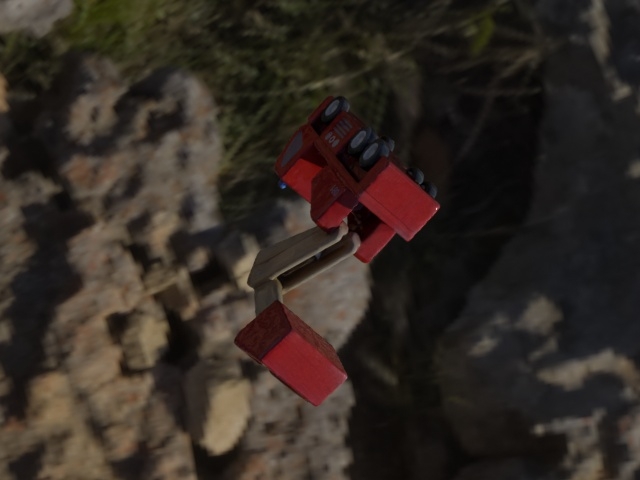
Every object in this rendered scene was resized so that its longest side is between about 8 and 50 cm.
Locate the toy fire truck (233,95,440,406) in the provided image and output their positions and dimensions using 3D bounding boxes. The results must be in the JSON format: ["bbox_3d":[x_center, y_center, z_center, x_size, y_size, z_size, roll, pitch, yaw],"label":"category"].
[{"bbox_3d":[0.000,0.000,1.074,0.047,0.192,0.135,40,96,-25],"label":"toy fire truck"}]
